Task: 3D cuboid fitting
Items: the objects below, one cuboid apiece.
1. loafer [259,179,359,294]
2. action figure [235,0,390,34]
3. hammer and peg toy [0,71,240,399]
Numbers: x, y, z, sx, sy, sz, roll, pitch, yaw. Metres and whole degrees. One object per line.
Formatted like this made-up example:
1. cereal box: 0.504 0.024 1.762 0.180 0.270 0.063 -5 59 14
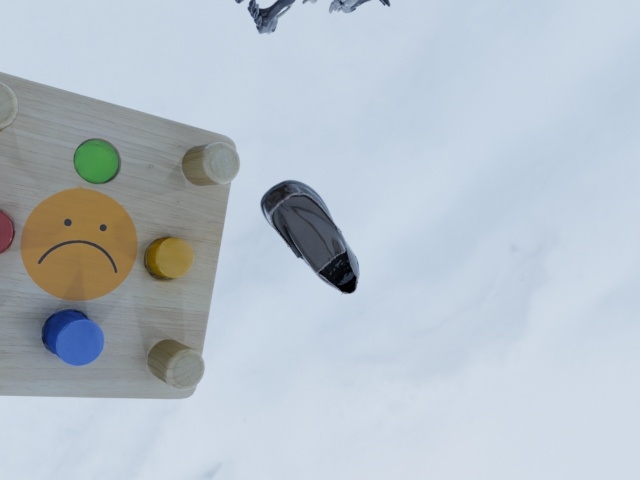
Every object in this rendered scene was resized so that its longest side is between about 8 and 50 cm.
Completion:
1. loafer: 0.000 0.000 0.876 0.080 0.078 0.220 -40 130 5
2. action figure: 0.011 -0.406 0.926 0.275 0.141 0.164 -26 87 -12
3. hammer and peg toy: -0.252 0.003 0.504 0.361 0.127 0.266 10 87 -34
